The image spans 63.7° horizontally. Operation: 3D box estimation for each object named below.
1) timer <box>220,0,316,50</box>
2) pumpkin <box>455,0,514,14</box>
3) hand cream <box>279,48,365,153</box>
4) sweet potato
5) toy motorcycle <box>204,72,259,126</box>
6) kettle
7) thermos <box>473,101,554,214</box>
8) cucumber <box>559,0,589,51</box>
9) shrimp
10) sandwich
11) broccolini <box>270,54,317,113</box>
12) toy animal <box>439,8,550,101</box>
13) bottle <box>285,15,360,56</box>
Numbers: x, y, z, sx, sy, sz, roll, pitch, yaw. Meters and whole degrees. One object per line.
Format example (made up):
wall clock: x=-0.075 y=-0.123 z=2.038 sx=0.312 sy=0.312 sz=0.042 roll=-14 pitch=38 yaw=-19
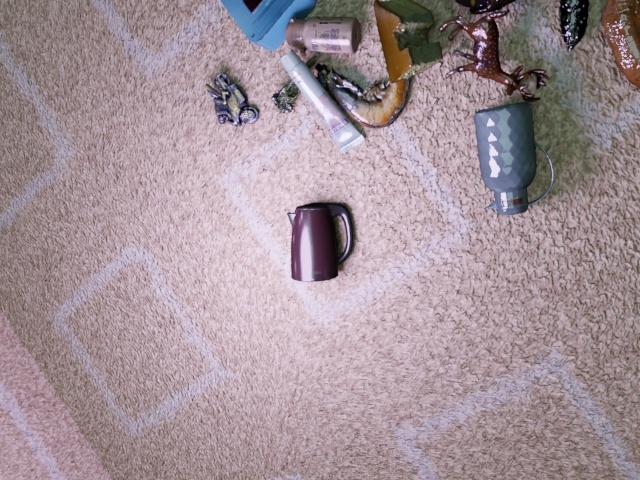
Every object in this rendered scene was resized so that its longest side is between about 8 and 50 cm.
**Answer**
timer: x=-0.161 y=-0.730 z=1.531 sx=0.232 sy=0.091 sz=0.250 roll=-41 pitch=74 yaw=23
pumpkin: x=0.412 y=-0.725 z=1.245 sx=0.320 sy=0.192 sz=0.320 roll=5 pitch=104 yaw=21
hand cream: x=0.003 y=-0.406 z=1.505 sx=0.085 sy=0.058 sz=0.331 roll=-30 pitch=112 yaw=28
sweet potato: x=0.736 y=-0.515 z=1.231 sx=0.114 sy=0.092 sz=0.341 roll=-14 pitch=97 yaw=-3
toy motorcycle: x=-0.291 y=-0.429 z=1.634 sx=0.124 sy=0.061 sz=0.193 roll=-39 pitch=95 yaw=16
kettle: x=0.000 y=0.000 z=1.587 sx=0.202 sy=0.144 sz=0.232 roll=-2 pitch=99 yaw=0
thermos: x=0.506 y=-0.212 z=1.350 sx=0.182 sy=0.145 sz=0.286 roll=-7 pitch=101 yaw=24
cucumber: x=0.618 y=-0.621 z=1.261 sx=0.072 sy=0.072 sz=0.300 roll=-5 pitch=101 yaw=21
shrimp: x=0.124 y=-0.463 z=1.479 sx=0.290 sy=0.054 sz=0.222 roll=35 pitch=112 yaw=7
sandwich: x=0.224 y=-0.557 z=1.374 sx=0.128 sy=0.122 sz=0.235 roll=-16 pitch=91 yaw=67
broccolini: x=-0.070 y=-0.459 z=1.528 sx=0.201 sy=0.074 sz=0.058 roll=-42 pitch=68 yaw=34
toy animal: x=0.436 y=-0.459 z=1.313 sx=0.260 sy=0.243 sz=0.087 roll=20 pitch=66 yaw=38
bottle: x=0.003 y=-0.583 z=1.478 sx=0.209 sy=0.097 sz=0.110 roll=9 pitch=128 yaw=19
